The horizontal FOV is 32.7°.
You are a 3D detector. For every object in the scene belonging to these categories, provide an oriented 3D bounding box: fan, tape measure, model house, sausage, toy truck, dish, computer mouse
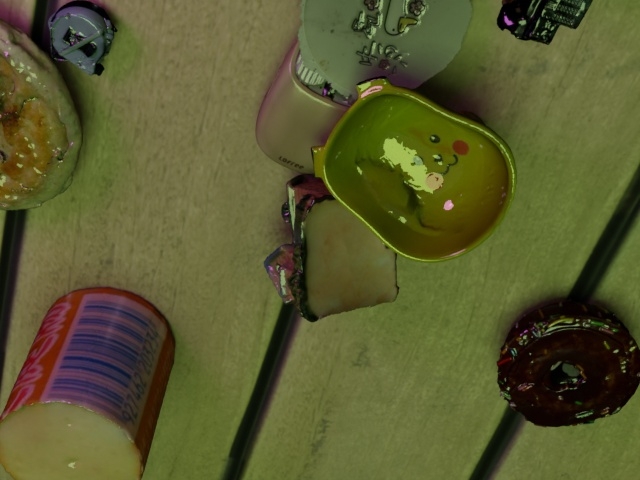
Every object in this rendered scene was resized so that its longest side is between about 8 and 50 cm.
[{"bbox_3d":[0.107,-0.369,1.380,0.233,0.012,0.415,8,116,-18],"label":"fan"},{"bbox_3d":[-0.327,-0.280,1.487,0.091,0.054,0.094,21,133,-8],"label":"tape measure"},{"bbox_3d":[0.000,0.000,1.587,0.166,0.172,0.183,-10,108,-27],"label":"model house"},{"bbox_3d":[-0.361,0.243,1.713,0.233,0.287,0.233,2,125,2],"label":"sausage"},{"bbox_3d":[0.265,-0.327,1.282,0.127,0.257,0.127,18,123,-11],"label":"toy truck"},{"bbox_3d":[0.133,-0.106,1.465,0.262,0.108,0.221,34,120,-2],"label":"dish"},{"bbox_3d":[-0.001,-0.191,1.506,0.145,0.082,0.236,26,124,-12],"label":"computer mouse"}]

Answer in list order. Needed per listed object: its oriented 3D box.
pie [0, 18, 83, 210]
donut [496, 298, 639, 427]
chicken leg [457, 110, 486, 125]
[{"bbox_3d":[-0.493,-0.179,1.546,0.339,0.077,0.339,7,125,9],"label":"pie"},{"bbox_3d":[0.391,0.191,1.733,0.235,0.089,0.235,2,126,3],"label":"donut"},{"bbox_3d":[0.186,-0.106,1.564,0.093,0.070,0.178,9,134,-1],"label":"chicken leg"}]
